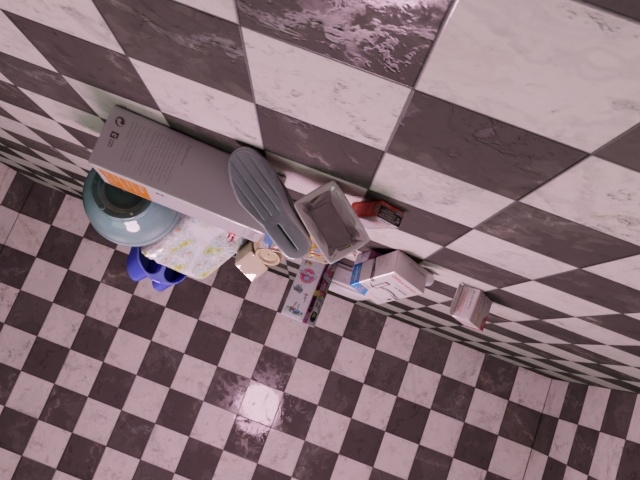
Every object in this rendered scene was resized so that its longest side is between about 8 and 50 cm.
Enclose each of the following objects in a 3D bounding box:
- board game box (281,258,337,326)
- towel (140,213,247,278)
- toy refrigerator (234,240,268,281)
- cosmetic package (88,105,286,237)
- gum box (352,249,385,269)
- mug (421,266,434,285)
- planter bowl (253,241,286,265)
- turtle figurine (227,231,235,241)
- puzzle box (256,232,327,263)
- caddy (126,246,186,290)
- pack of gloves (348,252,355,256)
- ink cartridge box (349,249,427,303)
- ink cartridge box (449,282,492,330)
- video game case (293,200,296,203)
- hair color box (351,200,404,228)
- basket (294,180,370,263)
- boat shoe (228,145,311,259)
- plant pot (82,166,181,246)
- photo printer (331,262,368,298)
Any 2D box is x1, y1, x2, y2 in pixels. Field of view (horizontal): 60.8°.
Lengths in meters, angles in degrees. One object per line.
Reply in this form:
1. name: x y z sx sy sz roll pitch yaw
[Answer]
1. board game box: -0.034 0.180 2.178 0.097 0.303 0.224 18 170 15
2. towel: -0.431 -0.004 2.015 0.090 0.320 0.374 51 -177 25
3. toy refrigerator: -0.266 0.046 2.180 0.102 0.094 0.269 48 -169 -18
4. cosmetic package: -0.337 -0.158 1.428 0.453 0.162 0.230 22 170 -8
5. gum box: 0.194 0.088 1.919 0.107 0.062 0.188 22 169 -9
6. mug: 0.348 0.119 1.835 0.064 0.078 0.062 18 141 -36
7. planter bowl: -0.182 0.024 2.037 0.162 0.109 0.162 12 140 10
8. turtle figurine: -0.274 -0.092 1.656 0.234 0.118 0.175 37 141 50
9. puzzle box: -0.065 -0.003 1.783 0.272 0.052 0.409 14 168 -5
10. caddy: -0.675 0.049 2.338 0.241 0.341 0.179 29 137 -30
11. pack of gloves: 0.000 0.000 1.963 0.232 0.046 0.195 8 164 18
12. ink cartridge box: 0.220 0.123 1.770 0.148 0.086 0.203 35 144 -28
13. ink cartridge box: 0.514 0.228 1.859 0.067 0.115 0.198 14 168 38
14. video game case: -0.057 -0.079 1.673 0.190 0.022 0.173 23 169 -17
15. hair color box: 0.131 -0.061 1.323 0.072 0.043 0.141 26 170 -25
16. basket: 0.027 -0.037 1.275 0.167 0.113 0.103 59 178 8
17. boat shoe: -0.119 -0.089 1.300 0.302 0.109 0.094 60 -167 -19
18. plant pot: -0.560 -0.135 1.596 0.293 0.293 0.196 22 172 -7
19. photo printer: 0.113 0.188 2.486 0.256 0.107 0.307 22 170 -5
